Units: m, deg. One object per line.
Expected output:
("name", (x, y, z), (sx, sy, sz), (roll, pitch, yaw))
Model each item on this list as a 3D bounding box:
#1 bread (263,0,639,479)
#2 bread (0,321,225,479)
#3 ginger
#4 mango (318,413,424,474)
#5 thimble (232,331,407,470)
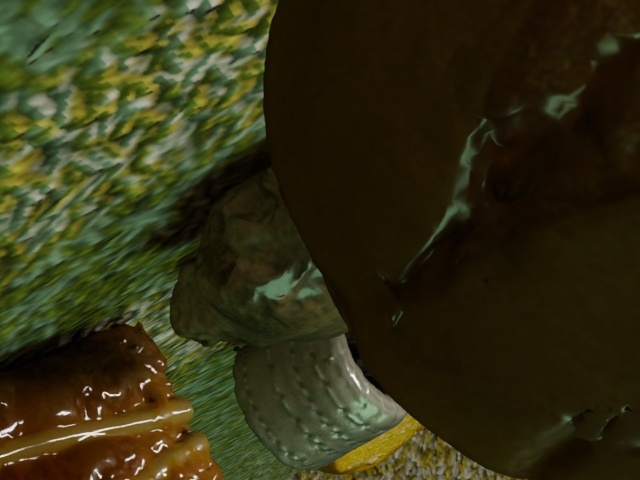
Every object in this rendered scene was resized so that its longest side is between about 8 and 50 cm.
("bread", (0.116, -0.057, 0.403), (0.270, 0.195, 0.142), (-34, 176, 9))
("bread", (-0.165, 0.161, 0.785), (0.275, 0.184, 0.114), (-19, 161, -41))
("ginger", (-0.004, 0.003, 0.728), (0.137, 0.074, 0.213), (-36, 175, -6))
("mango", (0.050, 0.105, 1.344), (0.217, 0.102, 0.141), (-23, 146, -42))
("thimble", (0.005, 0.093, 1.139), (0.090, 0.102, 0.115), (-32, -161, 20))
